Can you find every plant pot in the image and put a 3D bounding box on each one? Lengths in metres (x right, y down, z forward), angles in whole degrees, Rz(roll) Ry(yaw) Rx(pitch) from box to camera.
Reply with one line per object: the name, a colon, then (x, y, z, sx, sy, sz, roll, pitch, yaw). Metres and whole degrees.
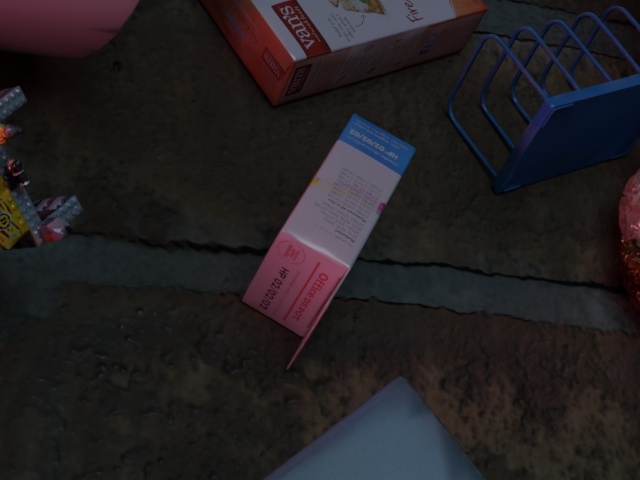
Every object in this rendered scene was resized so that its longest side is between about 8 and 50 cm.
plant pot: (-0.006, 0.238, 0.869, 0.234, 0.165, 0.166, -30, 72, -27)

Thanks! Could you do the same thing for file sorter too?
file sorter: (0.220, -0.135, 1.258, 0.170, 0.118, 0.104, -16, 61, -32)

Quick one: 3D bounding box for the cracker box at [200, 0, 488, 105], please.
cracker box: (0.018, -0.226, 1.267, 0.232, 0.067, 0.156, -21, 66, -33)

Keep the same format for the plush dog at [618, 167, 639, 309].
plush dog: (0.378, -0.013, 1.218, 0.225, 0.211, 0.262, 16, 64, 12)

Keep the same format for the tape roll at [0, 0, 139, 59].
tape roll: (-0.249, -0.267, 1.046, 0.169, 0.246, 0.246, 3, 54, -41)

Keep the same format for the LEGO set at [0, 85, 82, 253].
LEGO set: (-0.301, -0.064, 0.852, 0.255, 0.192, 0.331, -37, 115, -48)

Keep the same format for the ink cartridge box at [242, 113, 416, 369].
ink cartridge box: (0.000, 0.000, 1.072, 0.061, 0.104, 0.181, 30, 50, 0)
